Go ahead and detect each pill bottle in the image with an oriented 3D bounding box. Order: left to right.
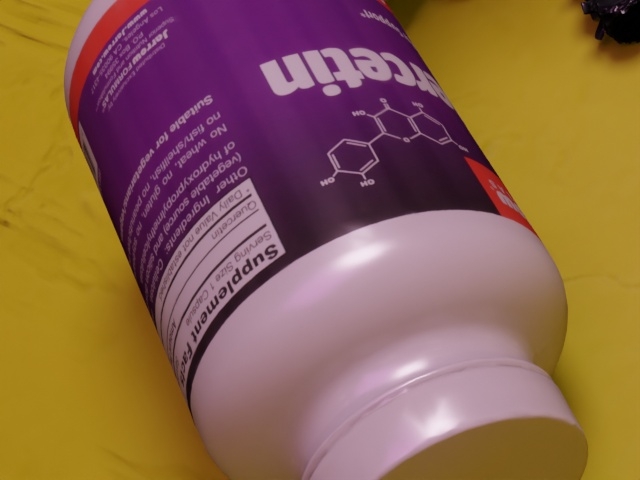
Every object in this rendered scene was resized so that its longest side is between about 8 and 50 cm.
[{"bbox_3d":[0.000,0.000,0.736,0.181,0.181,0.323,-37,52,11],"label":"pill bottle"}]

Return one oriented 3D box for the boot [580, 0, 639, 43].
[{"bbox_3d":[0.180,-0.168,0.798,0.121,0.045,0.099,-34,50,23],"label":"boot"}]
